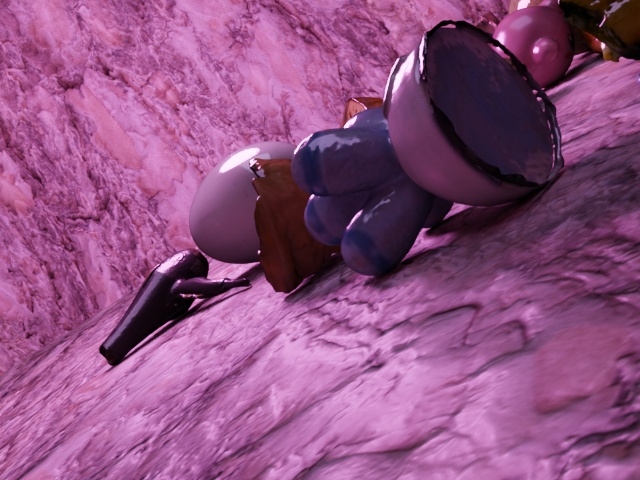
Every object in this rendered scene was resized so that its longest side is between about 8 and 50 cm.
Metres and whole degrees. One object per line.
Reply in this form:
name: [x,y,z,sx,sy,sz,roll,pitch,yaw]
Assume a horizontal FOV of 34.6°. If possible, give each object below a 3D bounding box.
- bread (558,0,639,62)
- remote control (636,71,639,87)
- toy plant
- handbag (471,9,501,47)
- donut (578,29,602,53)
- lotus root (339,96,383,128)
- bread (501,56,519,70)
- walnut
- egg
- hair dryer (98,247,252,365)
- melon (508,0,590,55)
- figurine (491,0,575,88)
bread: [0.552,-0.437,1.573,0.376,0.251,0.208,-32,-10,24]
remote control: [0.461,-0.235,1.310,0.087,0.047,0.244,-32,6,35]
toy plant: [0.103,-0.089,1.279,0.332,0.247,0.247,-36,3,40]
handbag: [0.352,-0.405,2.424,0.251,0.193,0.190,-35,3,-24]
donut: [0.593,-0.446,1.960,0.226,0.114,0.226,-31,5,3]
lotus root: [0.147,-0.203,2.207,0.179,0.199,0.188,-3,32,-29]
bread: [0.260,-0.257,1.932,0.260,0.156,0.158,-32,8,-3]
walnut: [-0.038,-0.039,1.620,0.141,0.204,0.238,-10,14,1]
egg: [-0.137,-0.070,2.099,0.371,0.230,0.230,-27,8,45]
hair dryer: [-0.266,0.118,2.023,0.359,0.120,0.304,-11,29,49]
melon: [0.551,-0.526,2.171,0.329,0.249,0.248,-35,6,11]
figurine: [0.426,-0.387,2.047,0.173,0.173,0.173,-32,7,4]
